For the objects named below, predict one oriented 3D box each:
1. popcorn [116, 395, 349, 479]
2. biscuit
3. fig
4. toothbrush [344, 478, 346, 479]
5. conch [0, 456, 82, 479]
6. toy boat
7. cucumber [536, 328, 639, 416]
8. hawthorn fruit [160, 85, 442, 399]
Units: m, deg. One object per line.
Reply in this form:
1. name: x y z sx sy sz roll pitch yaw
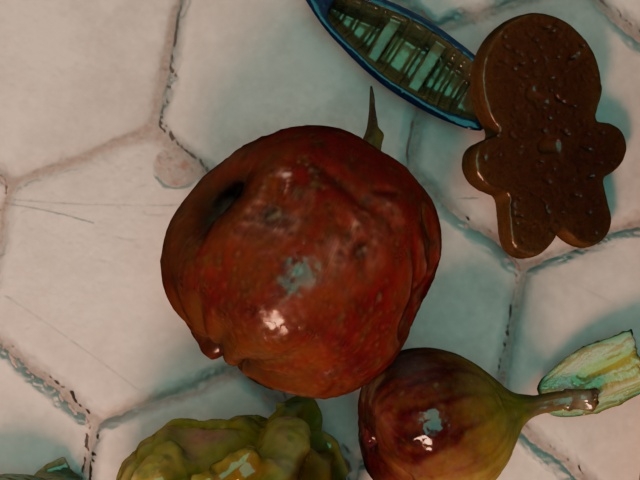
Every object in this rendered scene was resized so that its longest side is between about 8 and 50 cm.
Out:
1. popcorn: -0.078 0.262 1.815 0.259 0.212 0.259 0 92 7
2. biscuit: 0.216 -0.103 1.935 0.180 0.039 0.236 -7 93 -24
3. fig: 0.145 0.184 1.868 0.231 0.160 0.143 16 59 -11
4. toothbrush: 0.070 0.334 1.908 0.027 0.021 0.269 -30 87 0
5. conch: -0.282 0.280 1.860 0.153 0.102 0.135 -33 101 -6
6. toy boat: 0.075 -0.187 1.953 0.229 0.046 0.080 32 84 1
7. cucumber: 0.262 0.133 1.934 0.107 0.035 0.067 -21 93 2
8. hawthorn fruit: -0.012 0.020 1.831 0.262 0.258 0.258 -25 86 -20
